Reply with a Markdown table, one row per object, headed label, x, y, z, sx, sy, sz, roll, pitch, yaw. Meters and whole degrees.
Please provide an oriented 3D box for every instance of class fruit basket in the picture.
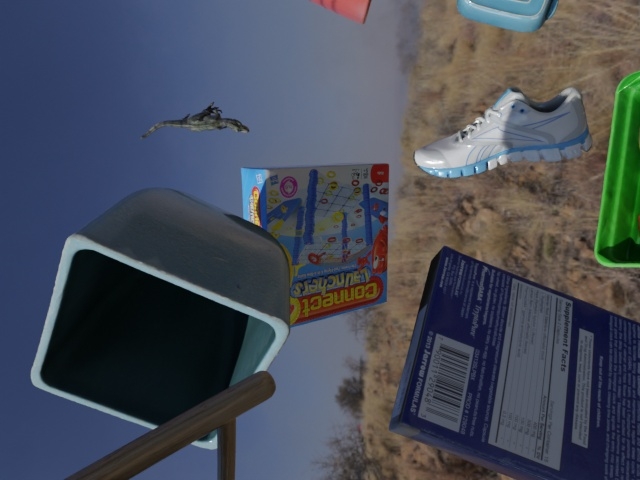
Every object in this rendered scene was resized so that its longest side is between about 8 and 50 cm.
| label | x | y | z | sx | sy | sz | roll | pitch | yaw |
| --- | --- | --- | --- | --- | --- | --- | --- | --- | --- |
| fruit basket | 0.574 | -0.138 | 0.792 | 0.283 | 0.392 | 0.392 | -2 | 88 | 57 |

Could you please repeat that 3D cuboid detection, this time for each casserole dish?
| label | x | y | z | sx | sy | sz | roll | pitch | yaw |
| --- | --- | --- | --- | --- | --- | --- | --- | --- | --- |
| casserole dish | 0.342 | -0.455 | 0.937 | 0.037 | 0.188 | 0.114 | -12 | -59 | -78 |

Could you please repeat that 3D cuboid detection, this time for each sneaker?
| label | x | y | z | sx | sy | sz | roll | pitch | yaw |
| --- | --- | --- | --- | --- | --- | --- | --- | --- | --- |
| sneaker | 0.195 | -0.126 | 0.568 | 0.071 | 0.190 | 0.083 | -78 | -27 | -54 |

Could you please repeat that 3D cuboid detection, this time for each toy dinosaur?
| label | x | y | z | sx | sy | sz | roll | pitch | yaw |
| --- | --- | --- | --- | --- | --- | --- | --- | --- | --- |
| toy dinosaur | -0.319 | -0.306 | 1.317 | 0.118 | 0.268 | 0.064 | -98 | 3 | -59 |

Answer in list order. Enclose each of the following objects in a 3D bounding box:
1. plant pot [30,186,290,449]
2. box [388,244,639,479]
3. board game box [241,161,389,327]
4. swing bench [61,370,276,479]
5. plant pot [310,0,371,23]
| label | x | y | z | sx | sy | sz | roll | pitch | yaw |
| --- | --- | --- | --- | --- | --- | --- | --- | --- | --- |
| plant pot | -0.183 | 0.071 | 0.688 | 0.247 | 0.247 | 0.252 | -60 | 11 | 29 |
| box | 0.172 | 0.104 | 0.355 | 0.036 | 0.225 | 0.136 | 108 | -177 | -60 |
| board game box | 0.000 | 0.000 | 1.024 | 0.308 | 0.086 | 0.302 | -9 | -76 | -36 |
| swing bench | -0.087 | 0.218 | 0.214 | 0.253 | 0.254 | 0.165 | 39 | 131 | 50 |
| plant pot | -0.008 | -0.513 | 0.805 | 0.275 | 0.243 | 0.275 | -164 | 90 | -88 |
